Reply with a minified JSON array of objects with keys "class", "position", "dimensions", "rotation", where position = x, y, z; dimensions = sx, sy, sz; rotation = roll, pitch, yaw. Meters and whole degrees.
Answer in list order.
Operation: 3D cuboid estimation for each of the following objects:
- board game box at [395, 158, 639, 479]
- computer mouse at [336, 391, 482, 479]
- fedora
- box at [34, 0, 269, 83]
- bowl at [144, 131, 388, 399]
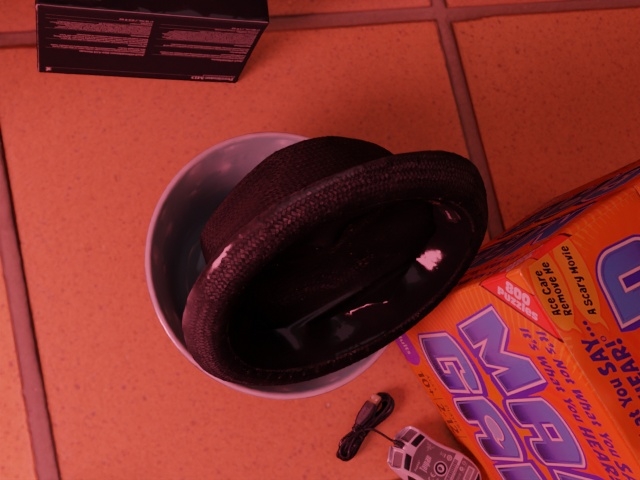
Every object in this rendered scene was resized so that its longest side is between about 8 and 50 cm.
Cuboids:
[{"class":"board game box","position":[0.366,0.129,1.012],"dimensions":[0.356,0.356,0.356],"rotation":[-31,89,-22]},{"class":"computer mouse","position":[0.121,0.286,1.066],"dimensions":[0.193,0.042,0.106],"rotation":[34,65,-3]},{"class":"fedora","position":[0.000,0.000,0.834],"dimensions":[0.334,0.334,0.152],"rotation":[-16,49,-21]},{"class":"box","position":[-0.214,-0.279,1.004],"dimensions":[0.261,0.184,0.103],"rotation":[0,76,-19]},{"class":"bowl","position":[-0.065,0.039,0.992],"dimensions":[0.312,0.163,0.311],"rotation":[4,77,-18]}]
